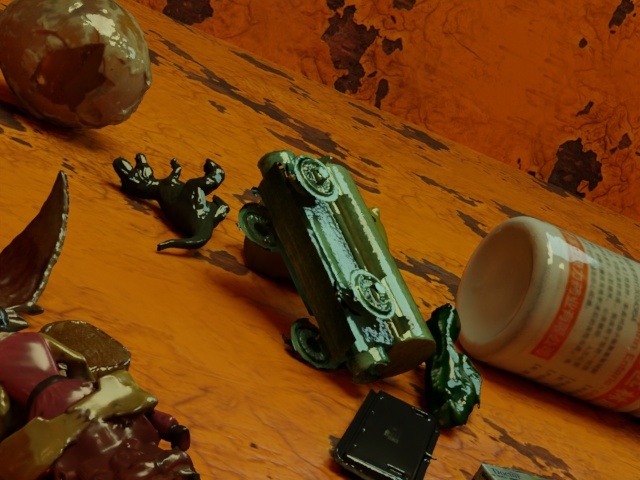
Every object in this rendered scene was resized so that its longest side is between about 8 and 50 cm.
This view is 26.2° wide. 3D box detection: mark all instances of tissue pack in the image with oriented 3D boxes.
[{"bbox_3d":[0.000,0.000,1.751,0.178,0.127,0.123,24,17,-15],"label":"tissue pack"}]

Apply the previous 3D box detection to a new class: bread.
[{"bbox_3d":[-0.202,0.107,1.130,0.085,0.053,0.085,18,25,-8],"label":"bread"}]

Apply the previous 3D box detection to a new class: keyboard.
[{"bbox_3d":[0.071,0.203,1.368,0.094,0.025,0.230,28,14,6],"label":"keyboard"}]

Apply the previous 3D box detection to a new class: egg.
[{"bbox_3d":[-0.339,-0.251,1.871,0.233,0.195,0.195,34,14,7],"label":"egg"}]

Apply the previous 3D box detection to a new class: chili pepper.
[{"bbox_3d":[0.147,0.152,1.592,0.216,0.062,0.108,-81,150,-71],"label":"chili pepper"}]

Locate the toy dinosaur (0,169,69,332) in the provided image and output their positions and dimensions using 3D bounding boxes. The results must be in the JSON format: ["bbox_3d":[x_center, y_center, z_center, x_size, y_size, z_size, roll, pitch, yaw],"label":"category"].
[{"bbox_3d":[-0.344,-0.007,1.145,0.327,0.113,0.206,16,18,-35],"label":"toy dinosaur"}]

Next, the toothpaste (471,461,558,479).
[{"bbox_3d":[0.226,0.267,1.415,0.164,0.034,0.046,19,17,-34],"label":"toothpaste"}]

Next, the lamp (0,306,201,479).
[{"bbox_3d":[-0.185,0.133,0.963,0.253,0.118,0.118,33,14,33],"label":"lamp"}]

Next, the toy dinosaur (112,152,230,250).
[{"bbox_3d":[-0.199,-0.031,1.709,0.187,0.087,0.179,19,44,30],"label":"toy dinosaur"}]

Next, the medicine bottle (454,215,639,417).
[{"bbox_3d":[0.387,0.122,1.890,0.371,0.211,0.211,22,15,-23],"label":"medicine bottle"}]

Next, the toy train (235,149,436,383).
[{"bbox_3d":[0.031,0.024,1.563,0.189,0.126,0.307,1,52,-41],"label":"toy train"}]
